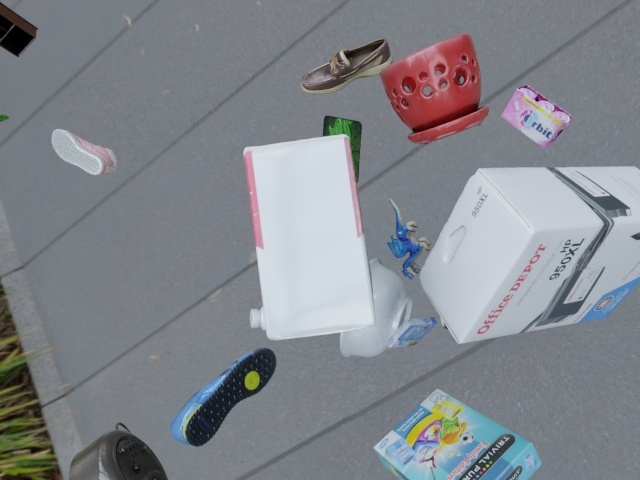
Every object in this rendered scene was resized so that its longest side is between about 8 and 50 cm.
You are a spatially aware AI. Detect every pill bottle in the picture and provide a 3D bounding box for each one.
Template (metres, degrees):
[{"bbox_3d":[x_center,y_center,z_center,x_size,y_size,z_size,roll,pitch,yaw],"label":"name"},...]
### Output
[{"bbox_3d":[-0.119,0.197,1.282,0.116,0.065,0.065,0,80,-18],"label":"pill bottle"}]

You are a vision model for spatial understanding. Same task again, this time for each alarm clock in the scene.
[{"bbox_3d":[-0.244,0.290,0.630,0.064,0.129,0.192,-39,27,-7],"label":"alarm clock"}]

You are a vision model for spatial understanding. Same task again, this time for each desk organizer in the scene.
[{"bbox_3d":[-0.568,-0.382,0.879,0.047,0.130,0.050,-11,74,18],"label":"desk organizer"}]

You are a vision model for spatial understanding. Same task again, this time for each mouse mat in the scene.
[{"bbox_3d":[0.063,-0.267,1.492,0.007,0.152,0.190,8,97,51],"label":"mouse mat"}]

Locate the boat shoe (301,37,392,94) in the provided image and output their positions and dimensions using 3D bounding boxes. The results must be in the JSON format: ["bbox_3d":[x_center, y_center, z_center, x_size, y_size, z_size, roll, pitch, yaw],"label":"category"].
[{"bbox_3d":[0.084,-0.630,1.787,0.341,0.123,0.123,-14,62,9],"label":"boat shoe"}]

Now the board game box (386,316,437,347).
[{"bbox_3d":[0.210,0.213,1.160,0.090,0.090,0.020,-57,45,35],"label":"board game box"}]

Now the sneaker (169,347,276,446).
[{"bbox_3d":[-0.165,0.251,0.845,0.082,0.209,0.069,-5,118,49],"label":"sneaker"}]

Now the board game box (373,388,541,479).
[{"bbox_3d":[0.330,0.542,1.268,0.253,0.336,0.079,-36,111,-19],"label":"board game box"}]

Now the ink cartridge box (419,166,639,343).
[{"bbox_3d":[0.425,0.022,0.937,0.166,0.394,0.286,-116,31,-42],"label":"ink cartridge box"}]

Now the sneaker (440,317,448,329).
[{"bbox_3d":[0.347,0.176,1.377,0.071,0.191,0.083,33,132,-9],"label":"sneaker"}]

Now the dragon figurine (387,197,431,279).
[{"bbox_3d":[0.282,0.005,1.736,0.144,0.085,0.289,-34,105,28],"label":"dragon figurine"}]

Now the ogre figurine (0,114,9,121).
[{"bbox_3d":[-0.645,-0.276,0.922,0.096,0.197,0.118,-14,105,-3],"label":"ogre figurine"}]

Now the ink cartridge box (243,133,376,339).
[{"bbox_3d":[0.000,0.000,0.885,0.160,0.384,0.280,-9,88,4],"label":"ink cartridge box"}]

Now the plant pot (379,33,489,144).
[{"bbox_3d":[0.234,-0.298,1.020,0.191,0.191,0.174,-16,103,20],"label":"plant pot"}]

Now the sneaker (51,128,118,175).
[{"bbox_3d":[-0.455,-0.170,0.981,0.134,0.070,0.051,33,108,10],"label":"sneaker"}]

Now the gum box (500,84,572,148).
[{"bbox_3d":[0.678,-0.386,1.576,0.188,0.062,0.107,47,142,23],"label":"gum box"}]

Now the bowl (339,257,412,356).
[{"bbox_3d":[0.175,0.210,1.424,0.134,0.298,0.298,17,89,22],"label":"bowl"}]
